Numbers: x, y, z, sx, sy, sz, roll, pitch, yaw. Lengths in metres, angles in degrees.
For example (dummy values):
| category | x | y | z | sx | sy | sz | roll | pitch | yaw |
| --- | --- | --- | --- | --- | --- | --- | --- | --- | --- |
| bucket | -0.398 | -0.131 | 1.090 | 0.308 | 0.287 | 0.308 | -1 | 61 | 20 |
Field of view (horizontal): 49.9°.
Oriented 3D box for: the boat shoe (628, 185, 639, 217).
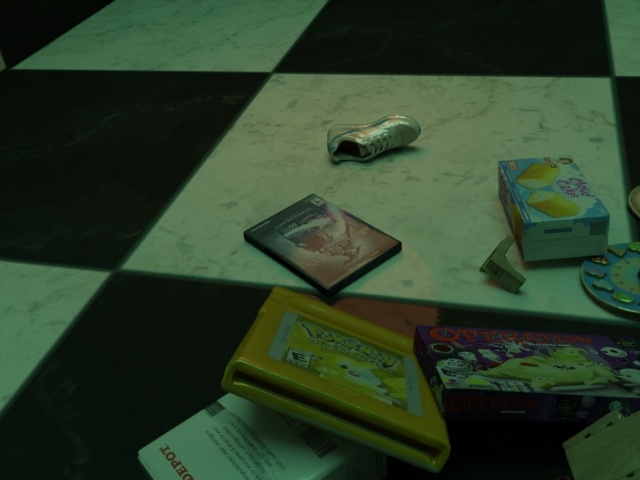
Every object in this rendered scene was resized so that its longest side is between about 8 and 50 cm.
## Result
| category | x | y | z | sx | sy | sz | roll | pitch | yaw |
| --- | --- | --- | --- | --- | --- | --- | --- | --- | --- |
| boat shoe | 0.690 | -0.045 | 1.325 | 0.065 | 0.075 | 0.206 | 23 | 10 | -38 |

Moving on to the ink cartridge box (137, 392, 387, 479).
| category | x | y | z | sx | sy | sz | roll | pitch | yaw |
| --- | --- | --- | --- | --- | --- | --- | --- | --- | --- |
| ink cartridge box | -0.074 | 0.299 | 0.923 | 0.272 | 0.114 | 0.197 | -28 | 41 | -28 |

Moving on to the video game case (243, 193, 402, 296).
| category | x | y | z | sx | sy | sz | roll | pitch | yaw |
| --- | --- | --- | --- | --- | --- | --- | --- | --- | --- |
| video game case | 0.000 | 0.000 | 1.397 | 0.196 | 0.026 | 0.274 | -31 | 41 | -29 |

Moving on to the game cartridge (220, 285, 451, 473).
| category | x | y | z | sx | sy | sz | roll | pitch | yaw |
| --- | --- | --- | --- | --- | --- | --- | --- | --- | --- |
| game cartridge | 0.034 | 0.171 | 0.960 | 0.285 | 0.053 | 0.324 | 21 | 15 | 1 |

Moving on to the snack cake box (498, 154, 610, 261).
| category | x | y | z | sx | sy | sz | roll | pitch | yaw |
| --- | --- | --- | --- | --- | --- | --- | --- | --- | --- |
| snack cake box | 0.445 | -0.070 | 1.340 | 0.152 | 0.089 | 0.264 | -6 | 30 | 6 |

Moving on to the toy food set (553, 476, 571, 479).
| category | x | y | z | sx | sy | sz | roll | pitch | yaw |
| --- | --- | --- | --- | --- | --- | --- | --- | --- | --- |
| toy food set | 0.337 | 0.344 | 0.873 | 0.077 | 0.019 | 0.122 | -26 | 32 | -24 |

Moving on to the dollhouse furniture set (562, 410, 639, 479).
| category | x | y | z | sx | sy | sz | roll | pitch | yaw |
| --- | --- | --- | --- | --- | --- | --- | --- | --- | --- |
| dollhouse furniture set | 0.430 | 0.316 | 0.627 | 0.198 | 0.303 | 0.286 | -41 | 30 | 28 |

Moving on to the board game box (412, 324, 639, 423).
| category | x | y | z | sx | sy | sz | roll | pitch | yaw |
| --- | --- | --- | --- | --- | --- | --- | --- | --- | --- |
| board game box | 0.318 | 0.184 | 0.958 | 0.346 | 0.056 | 0.208 | 4 | 11 | -4 |

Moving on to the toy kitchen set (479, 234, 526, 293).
| category | x | y | z | sx | sy | sz | roll | pitch | yaw |
| --- | --- | --- | --- | --- | --- | --- | --- | --- | --- |
| toy kitchen set | 0.339 | 0.051 | 1.258 | 0.075 | 0.068 | 0.083 | 38 | 50 | 10 |

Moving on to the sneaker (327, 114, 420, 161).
| category | x | y | z | sx | sy | sz | roll | pitch | yaw |
| --- | --- | --- | --- | --- | --- | --- | --- | --- | --- |
| sneaker | 0.129 | -0.238 | 1.658 | 0.228 | 0.087 | 0.092 | -9 | 42 | 10 |

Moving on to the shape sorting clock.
| category | x | y | z | sx | sy | sz | roll | pitch | yaw |
| --- | --- | --- | --- | --- | --- | --- | --- | --- | --- |
| shape sorting clock | 0.563 | 0.062 | 1.198 | 0.206 | 0.040 | 0.206 | -5 | 36 | 3 |
